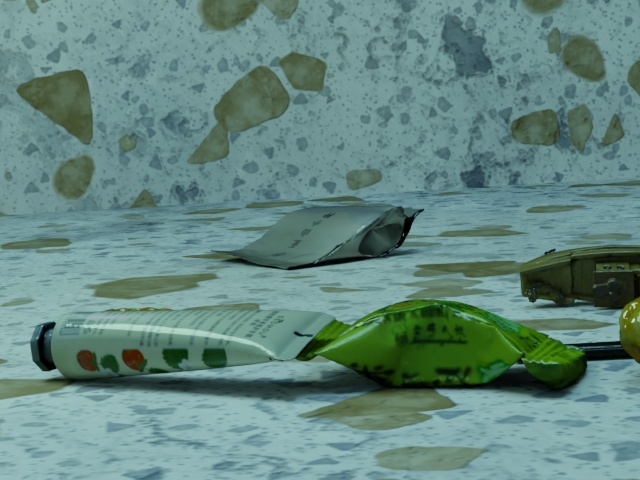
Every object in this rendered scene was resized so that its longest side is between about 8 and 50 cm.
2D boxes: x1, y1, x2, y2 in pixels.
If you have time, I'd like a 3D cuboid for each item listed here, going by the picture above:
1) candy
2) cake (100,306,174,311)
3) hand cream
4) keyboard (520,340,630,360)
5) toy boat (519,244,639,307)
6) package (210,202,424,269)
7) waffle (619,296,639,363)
[{"bbox_3d":[0.094,0.083,1.328,0.246,0.069,0.149,-1,4,16],"label":"candy"},{"bbox_3d":[-0.173,0.088,1.520,0.084,0.044,0.084,-1,6,0],"label":"cake"},{"bbox_3d":[-0.125,0.086,1.366,0.276,0.059,0.095,-4,19,28],"label":"hand cream"},{"bbox_3d":[0.243,0.095,1.406,0.155,0.010,0.053,-3,5,2],"label":"keyboard"},{"bbox_3d":[0.314,0.040,1.683,0.206,0.064,0.072,-2,20,11],"label":"toy boat"},{"bbox_3d":[0.000,0.000,2.287,0.251,0.062,0.204,-22,16,-32],"label":"package"},{"bbox_3d":[0.387,0.037,1.220,0.261,0.151,0.324,-7,1,-20],"label":"waffle"}]
